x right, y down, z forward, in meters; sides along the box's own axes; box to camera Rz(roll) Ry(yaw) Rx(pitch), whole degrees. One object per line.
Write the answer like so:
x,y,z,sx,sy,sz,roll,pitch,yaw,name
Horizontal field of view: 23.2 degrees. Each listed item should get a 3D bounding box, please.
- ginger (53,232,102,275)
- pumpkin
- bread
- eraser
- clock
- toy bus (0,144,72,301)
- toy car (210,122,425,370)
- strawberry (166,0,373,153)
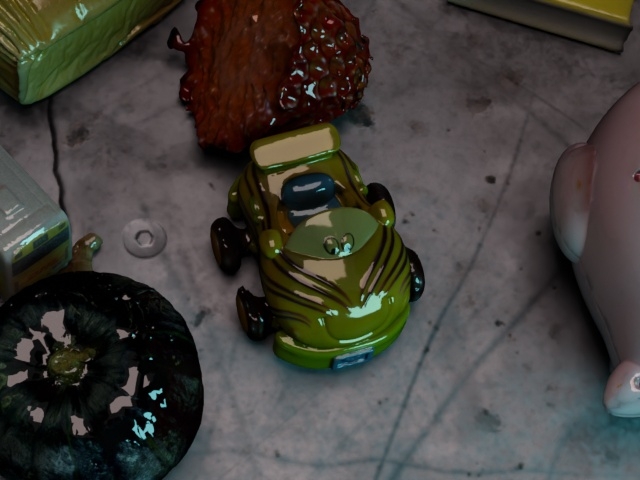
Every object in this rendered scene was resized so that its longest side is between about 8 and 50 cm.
-0.251,0.033,1.609,0.048,0.030,0.097,32,65,11,ginger
-0.223,0.139,1.483,0.233,0.163,0.233,-2,64,4,pumpkin
-0.260,-0.275,1.701,0.288,0.152,0.119,-38,79,-22,bread
0.271,-0.330,1.845,0.226,0.069,0.158,17,64,1,eraser
0.420,0.007,1.587,0.368,0.250,0.376,8,62,-3,clock
-0.394,-0.087,1.592,0.097,0.138,0.342,-39,74,-23,toy bus
0.000,0.000,1.596,0.200,0.142,0.248,-17,65,-15,toy car
-0.037,-0.189,1.698,0.178,0.234,0.234,12,57,-37,strawberry
